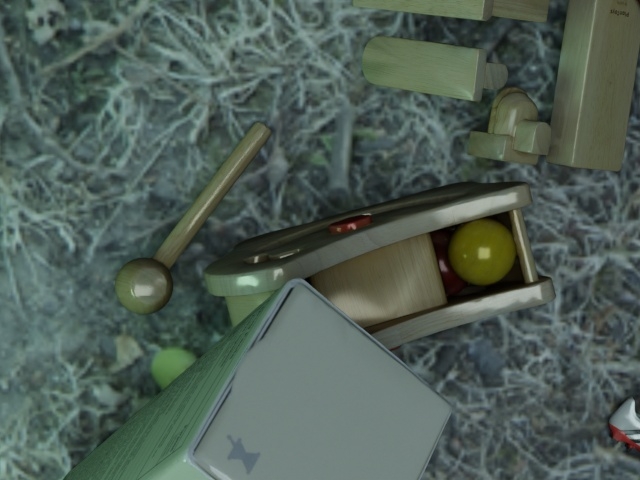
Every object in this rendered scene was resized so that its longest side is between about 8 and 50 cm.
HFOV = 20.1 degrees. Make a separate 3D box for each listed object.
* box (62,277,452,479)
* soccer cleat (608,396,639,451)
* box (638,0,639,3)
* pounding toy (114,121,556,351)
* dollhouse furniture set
[{"bbox_3d":[-0.073,0.166,1.062,0.121,0.311,0.148,39,50,-9],"label":"box"},{"bbox_3d":[0.237,0.137,1.233,0.083,0.029,0.035,29,98,-3],"label":"soccer cleat"},{"bbox_3d":[0.286,-0.173,1.141,0.128,0.122,0.257,-35,99,-15],"label":"box"},{"bbox_3d":[0.000,0.000,1.131,0.269,0.154,0.155,-15,98,-4],"label":"pounding toy"},{"bbox_3d":[0.114,-0.128,1.190,0.151,0.123,0.144,2,98,-41],"label":"dollhouse furniture set"}]
